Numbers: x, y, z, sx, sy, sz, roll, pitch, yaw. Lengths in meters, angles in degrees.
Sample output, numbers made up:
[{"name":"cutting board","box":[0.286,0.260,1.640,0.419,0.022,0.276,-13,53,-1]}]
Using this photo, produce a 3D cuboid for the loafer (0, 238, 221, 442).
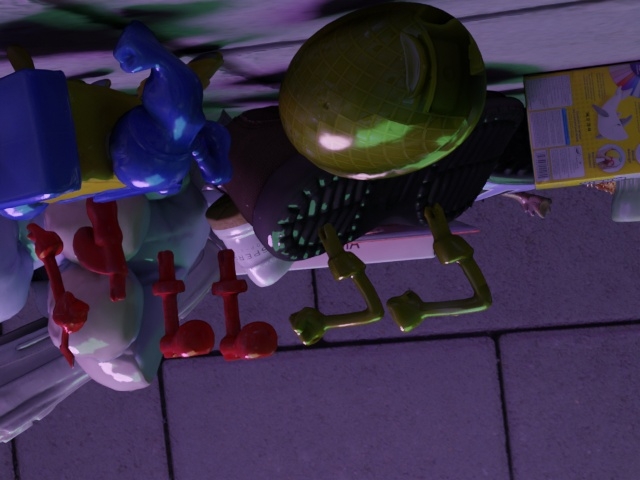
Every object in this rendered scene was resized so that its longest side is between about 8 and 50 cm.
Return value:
[{"name":"loafer","box":[-0.238,0.080,1.113,0.319,0.111,0.112,-35,-170,-16]}]

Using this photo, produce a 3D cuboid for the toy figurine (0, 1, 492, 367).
[{"name":"toy figurine","box":[-0.114,-0.024,0.617,0.362,0.191,0.217,-7,176,36]}]

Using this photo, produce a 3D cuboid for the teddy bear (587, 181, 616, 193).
[{"name":"teddy bear","box":[0.421,-0.093,1.493,0.338,0.113,0.245,12,172,12]}]

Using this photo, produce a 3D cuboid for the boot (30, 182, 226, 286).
[{"name":"boot","box":[-0.163,-0.055,1.245,0.222,0.118,0.338,-8,-160,23]}]

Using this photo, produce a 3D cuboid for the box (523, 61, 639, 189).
[{"name":"box","box":[0.280,-0.108,1.052,0.179,0.105,0.043,-6,175,11]}]

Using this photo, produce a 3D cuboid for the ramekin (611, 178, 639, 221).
[{"name":"ramekin","box":[0.449,-0.108,1.195,0.303,0.148,0.303,-6,-179,0]}]

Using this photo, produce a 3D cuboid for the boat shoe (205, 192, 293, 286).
[{"name":"boat shoe","box":[-0.002,-0.047,1.094,0.098,0.096,0.277,-9,-157,41]}]

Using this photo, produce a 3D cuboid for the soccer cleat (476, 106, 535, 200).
[{"name":"soccer cleat","box":[0.118,-0.076,1.243,0.318,0.109,0.116,-3,143,-4]}]

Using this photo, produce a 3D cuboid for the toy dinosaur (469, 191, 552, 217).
[{"name":"toy dinosaur","box":[0.149,-0.098,1.402,0.295,0.127,0.200,-1,-174,-22]}]

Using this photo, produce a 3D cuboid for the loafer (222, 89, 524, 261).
[{"name":"loafer","box":[0.049,-0.090,0.981,0.130,0.134,0.366,41,-150,24]}]

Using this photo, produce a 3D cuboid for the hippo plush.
[{"name":"hippo plush","box":[-0.229,-0.033,0.998,0.236,0.234,0.294,12,-132,13]}]

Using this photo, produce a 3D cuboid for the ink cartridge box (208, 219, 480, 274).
[{"name":"ink cartridge box","box":[0.000,0.000,1.353,0.296,0.066,0.261,-5,-165,-17]}]
